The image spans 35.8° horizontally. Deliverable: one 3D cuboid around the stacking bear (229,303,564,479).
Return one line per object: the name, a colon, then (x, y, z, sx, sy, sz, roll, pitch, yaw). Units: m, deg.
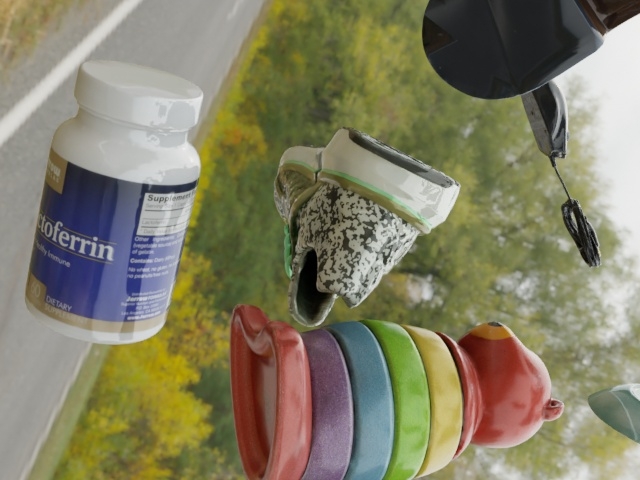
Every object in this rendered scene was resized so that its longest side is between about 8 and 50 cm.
stacking bear: (0.076, 0.141, 0.907, 0.175, 0.289, 0.164, -166, -104, -71)

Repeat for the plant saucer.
plant saucer: (0.447, 0.227, 1.285, 0.195, 0.195, 0.037, -95, -160, -75)

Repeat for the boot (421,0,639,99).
boot: (0.145, -0.136, 0.384, 0.219, 0.082, 0.106, -20, -158, 29)

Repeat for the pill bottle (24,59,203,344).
pill bottle: (-0.208, -0.040, 1.018, 0.153, 0.153, 0.264, -90, -166, -71)

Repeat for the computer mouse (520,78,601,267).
computer mouse: (0.284, -0.086, 1.131, 0.071, 0.041, 0.242, -123, -168, -83)

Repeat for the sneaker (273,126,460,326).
sneaker: (0.000, 0.000, 1.067, 0.182, 0.158, 0.410, -60, -173, -9)
